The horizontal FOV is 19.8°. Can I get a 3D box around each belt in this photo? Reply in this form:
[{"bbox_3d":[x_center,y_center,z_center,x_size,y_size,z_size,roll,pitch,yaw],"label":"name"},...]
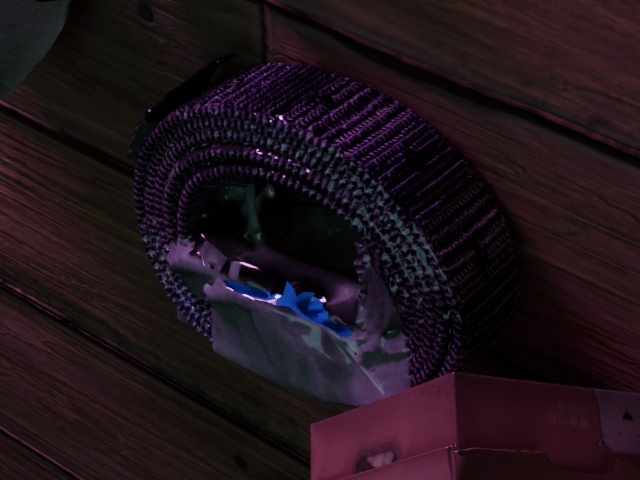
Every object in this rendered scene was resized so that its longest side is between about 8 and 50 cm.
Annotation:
[{"bbox_3d":[0.000,0.000,1.417,0.325,0.122,0.260,23,130,28],"label":"belt"}]

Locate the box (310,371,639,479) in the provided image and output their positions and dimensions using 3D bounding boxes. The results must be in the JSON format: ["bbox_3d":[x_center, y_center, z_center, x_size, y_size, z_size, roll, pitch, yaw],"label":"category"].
[{"bbox_3d":[0.126,0.167,1.358,0.215,0.215,0.086,-28,59,55],"label":"box"}]

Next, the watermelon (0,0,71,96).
[{"bbox_3d":[-0.334,-0.265,1.449,0.289,0.213,0.320,49,156,4],"label":"watermelon"}]
